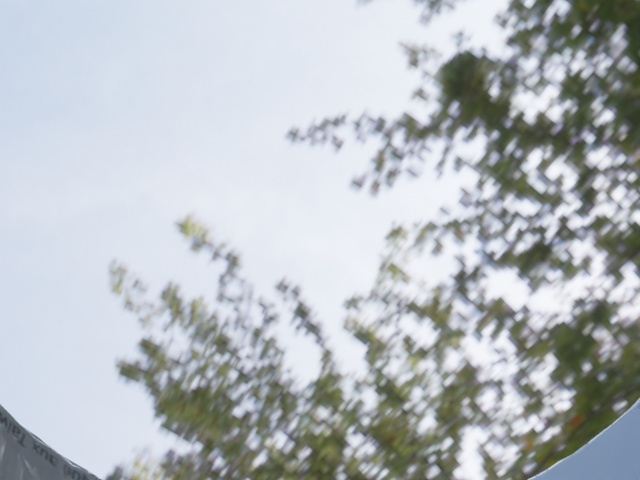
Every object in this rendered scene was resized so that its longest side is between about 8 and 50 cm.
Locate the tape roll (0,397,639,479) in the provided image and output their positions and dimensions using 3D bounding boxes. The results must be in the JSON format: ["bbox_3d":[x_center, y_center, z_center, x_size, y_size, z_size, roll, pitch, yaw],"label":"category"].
[{"bbox_3d":[0.000,0.000,0.444,0.321,0.321,0.077,15,-153,-8],"label":"tape roll"}]
